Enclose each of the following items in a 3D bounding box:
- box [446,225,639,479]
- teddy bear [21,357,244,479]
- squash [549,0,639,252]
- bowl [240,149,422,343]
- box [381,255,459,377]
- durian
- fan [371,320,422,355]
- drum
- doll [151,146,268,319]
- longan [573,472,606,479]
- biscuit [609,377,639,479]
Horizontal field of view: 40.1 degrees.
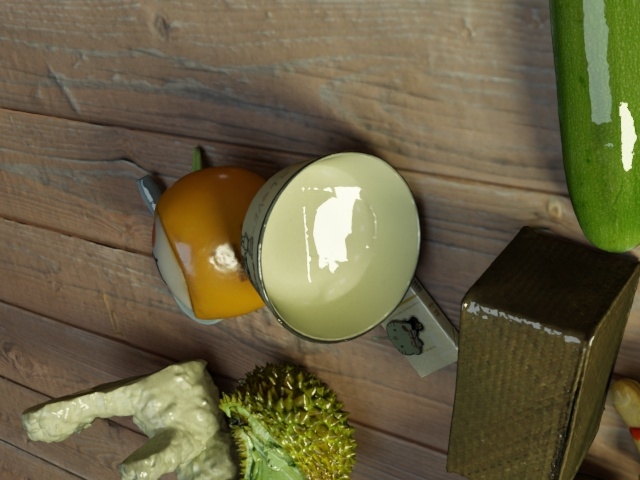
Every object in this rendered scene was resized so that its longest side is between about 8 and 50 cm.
[{"bbox_3d":[0.250,0.149,1.003,0.143,0.184,0.273,19,126,27],"label":"box"},{"bbox_3d":[-0.256,0.393,1.465,0.327,0.376,0.362,111,141,-85],"label":"teddy bear"},{"bbox_3d":[0.281,-0.156,0.850,0.107,0.107,0.394,6,119,35],"label":"squash"},{"bbox_3d":[0.000,0.000,1.096,0.126,0.238,0.237,21,131,58],"label":"bowl"},{"bbox_3d":[0.120,0.102,1.187,0.167,0.024,0.090,53,135,-1],"label":"box"},{"bbox_3d":[-0.048,0.295,1.331,0.200,0.176,0.236,-9,116,30],"label":"durian"},{"bbox_3d":[0.102,0.135,1.201,0.083,0.004,0.055,-8,112,45],"label":"fan"},{"bbox_3d":[-0.201,0.015,1.364,0.130,0.049,0.253,0,116,38],"label":"drum"},{"bbox_3d":[-0.139,-0.009,1.226,0.236,0.214,0.213,-131,27,-64],"label":"doll"},{"bbox_3d":[0.306,0.436,1.069,0.297,0.297,0.297,19,126,28],"label":"longan"},{"bbox_3d":[0.401,0.267,0.975,0.153,0.030,0.234,154,98,-76],"label":"biscuit"}]
